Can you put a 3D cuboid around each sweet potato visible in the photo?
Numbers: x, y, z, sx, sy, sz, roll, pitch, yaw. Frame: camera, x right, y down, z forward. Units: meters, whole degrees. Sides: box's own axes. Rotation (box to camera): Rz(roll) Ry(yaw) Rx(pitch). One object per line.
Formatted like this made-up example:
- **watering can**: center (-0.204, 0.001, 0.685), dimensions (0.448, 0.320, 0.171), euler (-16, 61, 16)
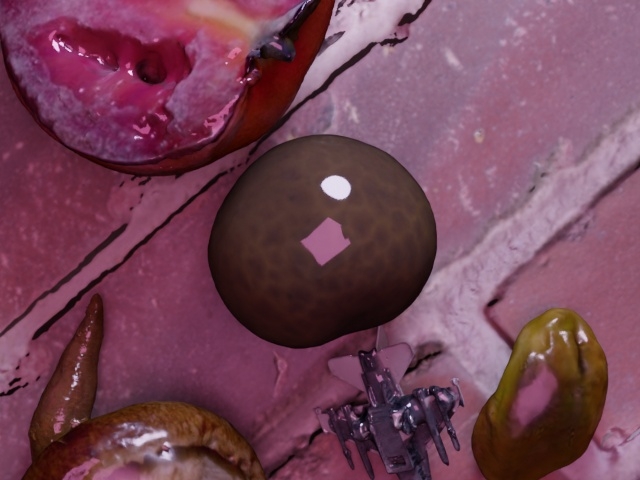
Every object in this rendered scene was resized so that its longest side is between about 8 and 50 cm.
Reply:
- **sweet potato**: center (-0.249, 0.162, 1.480), dimensions (0.068, 0.068, 0.226), euler (7, 90, -2)

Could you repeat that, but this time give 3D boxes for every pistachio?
- **pistachio**: center (0.219, 0.160, 1.480), dimensions (0.110, 0.100, 0.189), euler (27, 90, 1)

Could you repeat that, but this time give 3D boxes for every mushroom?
- **mushroom**: center (-0.161, 0.277, 1.413), dimensions (0.267, 0.254, 0.267), euler (11, 66, -24)

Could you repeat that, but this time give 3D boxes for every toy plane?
- **toy plane**: center (0.077, 0.197, 1.488), dimensions (0.160, 0.082, 0.234), euler (-15, 92, 25)

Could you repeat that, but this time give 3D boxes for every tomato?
- **tomato**: center (-0.127, -0.218, 1.422), dimensions (0.290, 0.176, 0.335), euler (32, 91, 18)

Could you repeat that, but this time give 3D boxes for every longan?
- **longan**: center (0.000, 0.000, 1.426), dimensions (0.212, 0.198, 0.198), euler (-33, 93, 5)
